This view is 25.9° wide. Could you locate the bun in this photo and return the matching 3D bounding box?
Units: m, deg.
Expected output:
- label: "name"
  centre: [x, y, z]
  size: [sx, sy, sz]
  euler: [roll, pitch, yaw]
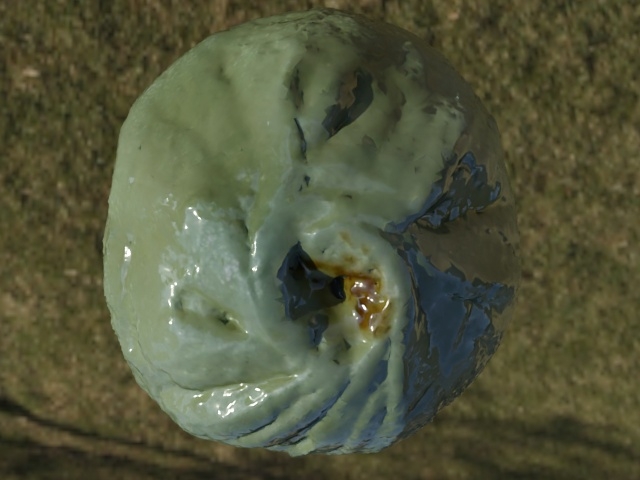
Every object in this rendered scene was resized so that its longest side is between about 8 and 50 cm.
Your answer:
- label: "bun"
  centre: [0.000, 0.000, 0.591]
  size: [0.195, 0.195, 0.118]
  euler: [1, -171, -9]
